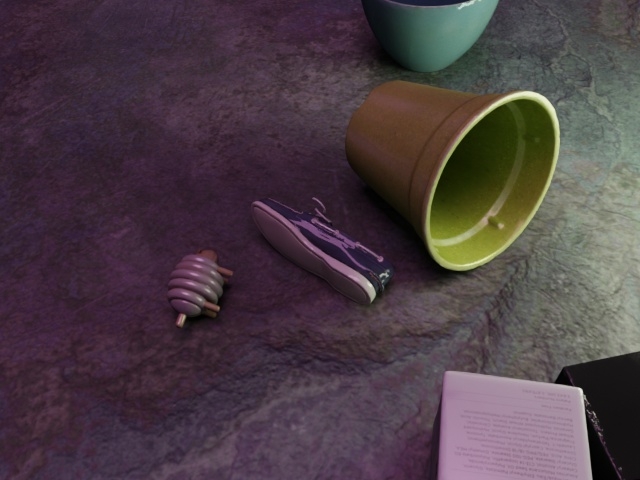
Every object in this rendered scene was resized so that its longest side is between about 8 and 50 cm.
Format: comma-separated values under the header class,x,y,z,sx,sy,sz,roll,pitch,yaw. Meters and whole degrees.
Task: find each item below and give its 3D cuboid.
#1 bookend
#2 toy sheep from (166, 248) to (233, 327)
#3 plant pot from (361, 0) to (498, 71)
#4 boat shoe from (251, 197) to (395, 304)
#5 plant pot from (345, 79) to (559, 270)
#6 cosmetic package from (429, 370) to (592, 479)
class,x,y,z,sx,sy,sz,roll,pitch,yaw
bookend,0.391,0.222,0.706,0.157,0.072,0.156,-11,51,-5
toy sheep,-0.187,0.071,0.881,0.091,0.091,0.132,9,57,12
plant pot,0.225,-0.472,1.219,0.289,0.196,0.290,-3,50,4
boat shoe,0.000,0.000,0.914,0.254,0.095,0.079,32,61,26
plant pot,0.182,-0.133,0.923,0.276,0.276,0.254,-31,42,-19
cosmetic package,0.198,0.266,0.636,0.151,0.151,0.184,6,50,10
